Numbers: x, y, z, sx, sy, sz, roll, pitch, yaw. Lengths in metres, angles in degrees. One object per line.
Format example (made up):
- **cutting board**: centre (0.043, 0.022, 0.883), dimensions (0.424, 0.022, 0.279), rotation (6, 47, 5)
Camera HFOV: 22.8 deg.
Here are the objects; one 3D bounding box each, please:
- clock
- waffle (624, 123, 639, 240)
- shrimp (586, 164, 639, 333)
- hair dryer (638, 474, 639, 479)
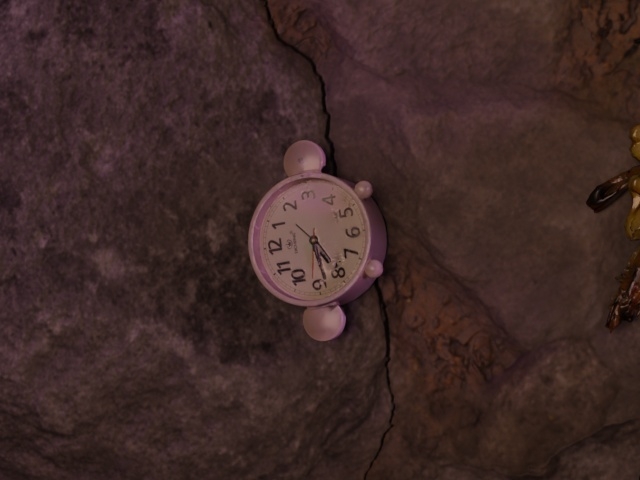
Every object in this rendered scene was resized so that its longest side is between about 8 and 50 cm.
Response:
- **clock**: centre (0.000, 0.000, 1.798), dimensions (0.155, 0.063, 0.229), rotation (-12, 82, 21)
- **waffle**: centre (0.439, -0.038, 1.573), dimensions (0.291, 0.051, 0.291), rotation (1, 93, 16)
- **shrimp**: centre (0.319, 0.000, 1.661), dimensions (0.124, 0.034, 0.178), rotation (36, 98, 27)
- **hair dryer**: centre (0.465, 0.336, 1.503), dimensions (0.189, 0.107, 0.352), rotation (-34, 71, 26)
